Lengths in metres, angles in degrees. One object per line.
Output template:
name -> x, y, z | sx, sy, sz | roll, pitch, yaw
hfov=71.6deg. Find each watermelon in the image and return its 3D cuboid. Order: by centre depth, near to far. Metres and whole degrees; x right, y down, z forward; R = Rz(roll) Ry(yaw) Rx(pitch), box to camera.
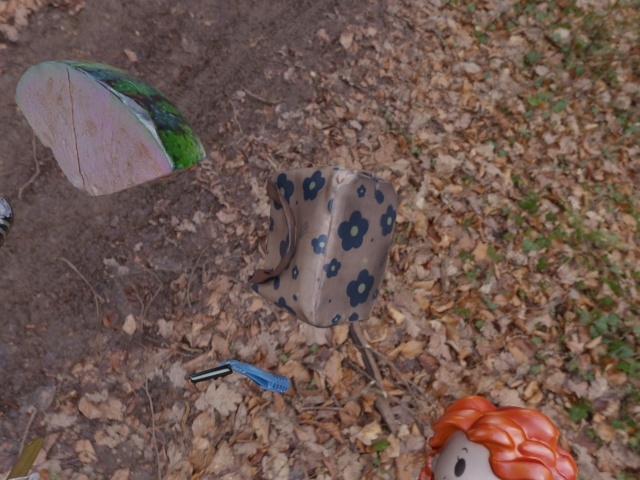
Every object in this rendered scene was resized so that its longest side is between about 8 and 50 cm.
watermelon -> -0.379, -0.237, 0.877 | 0.222, 0.319, 0.292 | -37, 104, -51

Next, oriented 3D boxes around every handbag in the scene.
handbag -> 0.000, 0.000, 0.750 | 0.193, 0.252, 0.190 | 16, 9, 40

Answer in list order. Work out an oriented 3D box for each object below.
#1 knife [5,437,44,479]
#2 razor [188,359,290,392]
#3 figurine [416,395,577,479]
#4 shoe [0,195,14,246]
knife -> -0.304, 0.247, 0.437 | 0.046, 0.256, 0.022 | -27, 100, -19
razor -> -0.126, 0.249, 0.814 | 0.081, 0.253, 0.042 | -21, 59, 18
figurine -> 0.213, 0.435, 0.640 | 0.411, 0.241, 0.306 | -34, 115, -37
shoe -> -0.632, -0.007, 0.826 | 0.071, 0.049, 0.179 | 16, 71, -19
